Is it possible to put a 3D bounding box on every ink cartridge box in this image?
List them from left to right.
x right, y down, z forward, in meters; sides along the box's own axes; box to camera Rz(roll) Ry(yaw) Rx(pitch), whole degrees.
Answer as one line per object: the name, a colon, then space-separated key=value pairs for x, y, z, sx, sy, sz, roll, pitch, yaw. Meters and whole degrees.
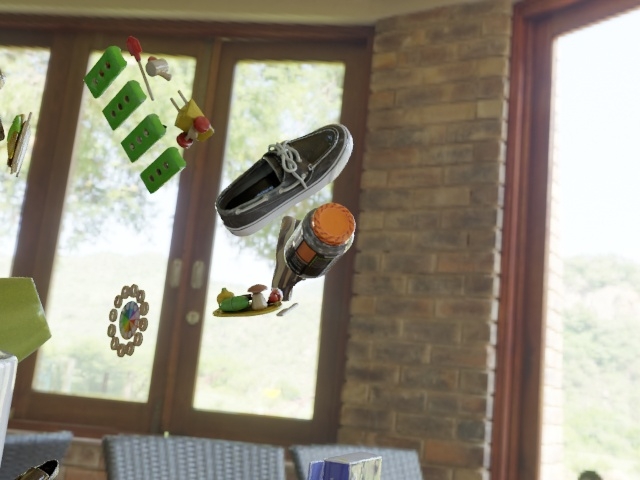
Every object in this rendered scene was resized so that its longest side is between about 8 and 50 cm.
ink cartridge box: x=0.042 y=0.605 z=1.611 sx=0.072 sy=0.303 sz=0.307 roll=5 pitch=-8 yaw=21

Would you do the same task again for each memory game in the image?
memory game: x=-0.476 y=0.197 z=1.914 sx=0.186 sy=0.186 sz=0.012 roll=-6 pitch=-16 yaw=45

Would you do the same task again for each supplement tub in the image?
supplement tub: x=0.000 y=0.000 z=1.677 sx=0.117 sy=0.117 sz=0.190 roll=9 pitch=-26 yaw=-17

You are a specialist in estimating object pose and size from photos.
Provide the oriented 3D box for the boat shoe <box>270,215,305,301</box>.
boat shoe: x=-0.070 y=0.074 z=2.277 sx=0.130 sy=0.132 sz=0.355 roll=11 pitch=-37 yaw=0

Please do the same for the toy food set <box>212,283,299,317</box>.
toy food set: x=-0.161 y=0.135 z=1.844 sx=0.218 sy=0.071 sz=0.128 roll=-4 pitch=8 yaw=27

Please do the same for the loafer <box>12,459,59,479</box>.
loafer: x=-0.719 y=0.597 z=1.917 sx=0.080 sy=0.078 sz=0.220 roll=25 pitch=9 yaw=5

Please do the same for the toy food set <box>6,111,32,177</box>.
toy food set: x=-0.656 y=-0.207 z=1.672 sx=0.039 sy=0.132 sz=0.192 roll=16 pitch=-12 yaw=-18

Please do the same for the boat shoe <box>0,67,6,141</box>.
boat shoe: x=-0.707 y=-0.338 z=1.604 sx=0.098 sy=0.302 sz=0.109 roll=-15 pitch=37 yaw=-34

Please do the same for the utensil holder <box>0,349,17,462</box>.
utensil holder: x=-0.528 y=0.297 z=0.849 sx=0.328 sy=0.385 sz=0.327 roll=8 pitch=-6 yaw=1

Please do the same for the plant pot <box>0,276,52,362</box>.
plant pot: x=-0.722 y=0.189 z=1.605 sx=0.294 sy=0.274 sz=0.275 roll=-18 pitch=-4 yaw=-20

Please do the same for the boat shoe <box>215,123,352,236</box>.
boat shoe: x=-0.071 y=-0.136 z=1.479 sx=0.306 sy=0.113 sz=0.105 roll=-34 pitch=-31 yaw=-7

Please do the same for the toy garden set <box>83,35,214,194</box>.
toy garden set: x=-0.291 y=-0.232 z=1.348 sx=0.204 sy=0.244 sz=0.049 roll=-31 pitch=-2 yaw=43
